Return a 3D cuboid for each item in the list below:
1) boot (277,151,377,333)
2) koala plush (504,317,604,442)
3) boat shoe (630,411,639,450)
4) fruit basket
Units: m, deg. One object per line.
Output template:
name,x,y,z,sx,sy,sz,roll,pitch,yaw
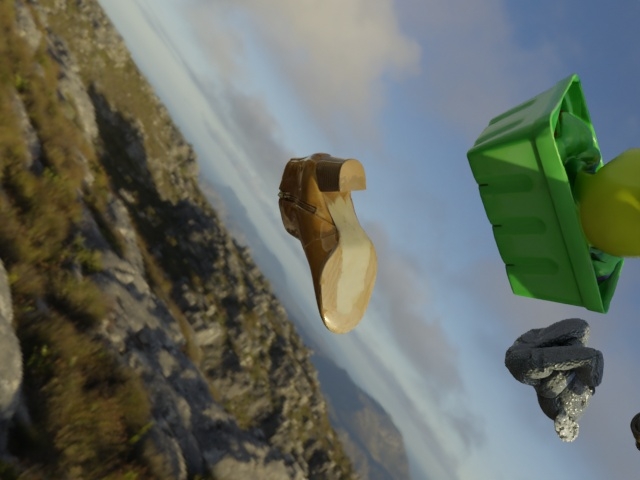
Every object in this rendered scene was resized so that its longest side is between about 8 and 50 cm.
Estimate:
boot,-0.001,-0.001,1.291,0.211,0.104,0.294,4,-88,61
koala plush,0.534,0.322,1.717,0.196,0.203,0.221,-76,149,-65
boat shoe,0.761,0.400,1.459,0.307,0.111,0.104,3,-54,50
fruit basket,0.466,-0.076,1.260,0.392,0.392,0.283,56,40,-12
